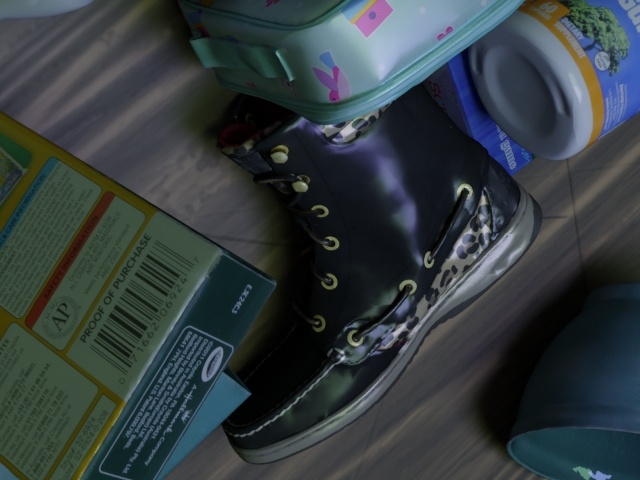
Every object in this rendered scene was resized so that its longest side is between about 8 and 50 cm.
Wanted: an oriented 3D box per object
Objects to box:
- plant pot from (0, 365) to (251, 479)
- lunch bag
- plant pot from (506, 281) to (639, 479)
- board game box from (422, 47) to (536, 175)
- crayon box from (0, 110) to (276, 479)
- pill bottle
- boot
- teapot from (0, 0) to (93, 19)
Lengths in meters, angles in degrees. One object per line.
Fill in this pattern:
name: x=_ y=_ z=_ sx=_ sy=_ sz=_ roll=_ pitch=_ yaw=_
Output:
plant pot: x=-0.217 y=0.139 z=1.099 sx=0.234 sy=0.165 sz=0.166 roll=-49 pitch=129 yaw=-1
lunch bag: x=0.016 y=-0.195 z=1.057 sx=0.224 sy=0.279 sz=0.108 roll=-40 pitch=118 yaw=-13
plant pot: x=0.370 y=0.166 z=1.479 sx=0.293 sy=0.293 sz=0.196 roll=33 pitch=62 yaw=-40
board game box: x=0.221 y=-0.264 z=1.308 sx=0.318 sy=0.066 sz=0.318 roll=-37 pitch=126 yaw=-18
crayon box: x=-0.212 y=0.036 z=0.972 sx=0.203 sy=0.323 sz=0.083 roll=-58 pitch=146 yaw=-2
pill bottle: x=0.285 y=-0.203 z=1.236 sx=0.272 sy=0.152 sz=0.152 roll=-34 pitch=125 yaw=-21
boot: x=0.000 y=0.000 z=1.212 sx=0.377 sy=0.138 sz=0.284 roll=-40 pitch=121 yaw=-3
teapot: x=-0.189 y=-0.299 z=0.932 sx=0.252 sy=0.187 sz=0.256 roll=72 pitch=35 yaw=-52
